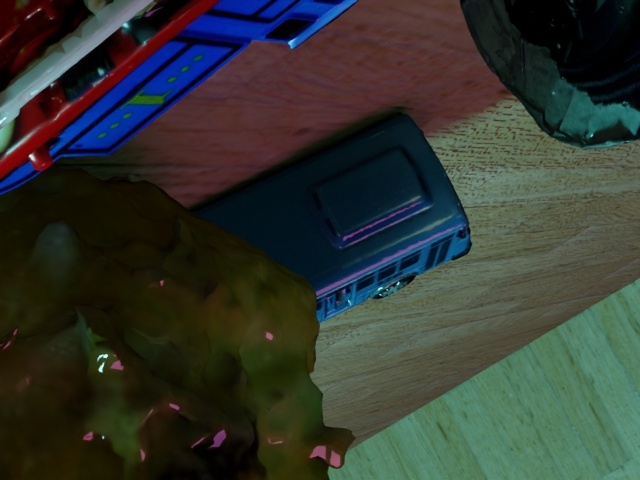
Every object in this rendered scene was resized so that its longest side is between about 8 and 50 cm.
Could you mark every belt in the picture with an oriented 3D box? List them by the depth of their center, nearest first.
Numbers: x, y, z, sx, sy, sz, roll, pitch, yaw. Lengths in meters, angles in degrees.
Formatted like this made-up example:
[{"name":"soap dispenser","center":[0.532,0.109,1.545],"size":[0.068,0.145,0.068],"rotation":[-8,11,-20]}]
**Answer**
[{"name":"belt","center":[0.127,-0.115,0.607],"size":[0.078,0.151,0.198],"rotation":[-23,174,-23]}]

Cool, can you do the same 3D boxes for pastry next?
[{"name":"pastry","center":[-0.164,0.132,0.679],"size":[0.337,0.292,0.405],"rotation":[-15,175,-10]}]

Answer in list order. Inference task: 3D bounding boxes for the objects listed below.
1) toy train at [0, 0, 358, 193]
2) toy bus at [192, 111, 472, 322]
[{"name":"toy train","center":[-0.066,-0.084,0.486],"size":[0.204,0.082,0.131],"rotation":[-34,168,26]},{"name":"toy bus","center":[0.000,0.000,0.940],"size":[0.185,0.090,0.106],"rotation":[-26,165,-7]}]
